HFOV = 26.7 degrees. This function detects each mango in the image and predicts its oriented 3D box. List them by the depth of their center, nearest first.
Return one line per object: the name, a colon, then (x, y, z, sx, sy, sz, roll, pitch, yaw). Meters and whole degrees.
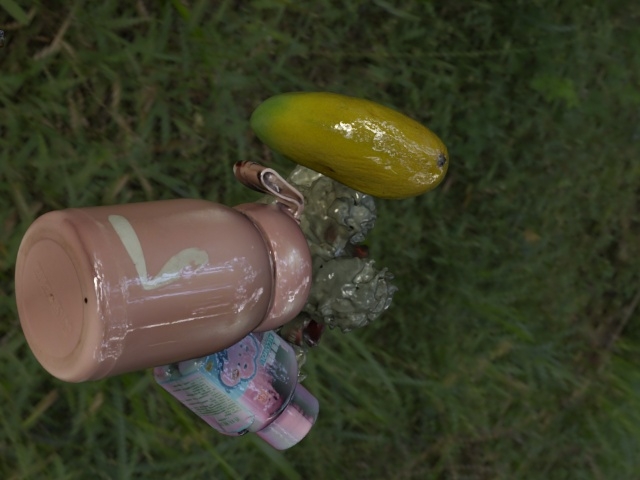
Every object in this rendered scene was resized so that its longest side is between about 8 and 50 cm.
mango: (0.034, -0.117, 1.573, 0.238, 0.137, 0.091, 19, 68, -3)

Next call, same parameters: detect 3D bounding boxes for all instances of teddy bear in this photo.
teddy bear: (0.000, 0.000, 1.930, 0.224, 0.357, 0.367, 38, 52, -4)

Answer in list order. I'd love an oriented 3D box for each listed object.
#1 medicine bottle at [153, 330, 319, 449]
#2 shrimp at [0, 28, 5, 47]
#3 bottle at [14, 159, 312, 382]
medicine bottle: (-0.092, 0.163, 1.582, 0.188, 0.094, 0.119, 43, 48, -26)
shrimp: (-0.316, -0.171, 1.003, 0.195, 0.035, 0.148, -17, 147, -35)
bottle: (-0.146, 0.026, 1.390, 0.297, 0.173, 0.206, -7, 109, -39)
